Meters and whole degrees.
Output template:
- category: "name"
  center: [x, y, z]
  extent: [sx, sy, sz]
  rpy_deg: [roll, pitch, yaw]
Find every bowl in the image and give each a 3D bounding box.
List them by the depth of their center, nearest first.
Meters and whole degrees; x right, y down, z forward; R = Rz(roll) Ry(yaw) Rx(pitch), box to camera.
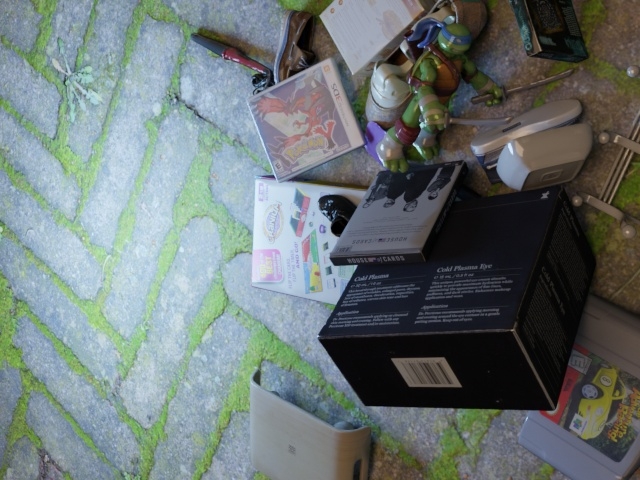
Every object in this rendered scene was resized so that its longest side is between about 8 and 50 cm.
- category: "bowl"
  center: [0.357, -0.125, 1.295]
  extent: [0.142, 0.142, 0.053]
  rpy_deg: [-13, 71, -2]

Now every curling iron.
- category: "curling iron"
  center: [-0.195, -0.388, 1.771]
  extent: [0.274, 0.035, 0.068]
  rpy_deg: [37, 116, 27]

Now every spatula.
- category: "spatula"
  center: [0.191, -0.128, 1.510]
  extent: [0.296, 0.030, 0.084]
  rpy_deg: [33, 144, 25]

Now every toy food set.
- category: "toy food set"
  center: [-0.031, 0.424, 1.737]
  extent: [0.306, 0.092, 0.220]
  rpy_deg: [21, 120, 35]

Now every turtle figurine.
- category: "turtle figurine"
  center: [0.224, -0.207, 1.367]
  extent: [0.274, 0.198, 0.266]
  rpy_deg: [26, 140, -4]

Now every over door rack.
- category: "over door rack"
  center: [0.551, -0.094, 1.198]
  extent: [0.324, 0.108, 0.240]
  rpy_deg: [32, 115, 30]

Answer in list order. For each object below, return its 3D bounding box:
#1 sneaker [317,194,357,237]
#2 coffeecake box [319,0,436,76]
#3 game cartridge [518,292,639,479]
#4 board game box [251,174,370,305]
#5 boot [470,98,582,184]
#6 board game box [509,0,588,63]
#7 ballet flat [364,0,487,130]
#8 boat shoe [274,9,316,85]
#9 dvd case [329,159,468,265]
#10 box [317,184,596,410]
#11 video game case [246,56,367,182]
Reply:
- category: "sneaker"
  center: [0.043, -0.038, 1.522]
  extent: [0.170, 0.089, 0.051]
  rpy_deg: [31, 114, 30]
- category: "coffeecake box"
  center: [0.108, -0.417, 1.516]
  extent: [0.185, 0.068, 0.142]
  rpy_deg: [-38, 73, 35]
- category: "game cartridge"
  center: [0.451, 0.254, 1.316]
  extent: [0.196, 0.060, 0.294]
  rpy_deg: [28, 110, 36]
- category: "board game box"
  center: [0.000, 0.000, 1.657]
  extent: [0.316, 0.064, 0.242]
  rpy_deg: [11, 102, 36]
- category: "boot"
  center: [0.355, -0.165, 1.375]
  extent: [0.190, 0.069, 0.086]
  rpy_deg: [-20, 117, 24]
- category: "board game box"
  center: [0.351, -0.340, 1.267]
  extent: [0.026, 0.186, 0.126]
  rpy_deg: [-19, 84, 39]
- category: "ballet flat"
  center: [0.159, -0.321, 1.466]
  extent: [0.316, 0.106, 0.107]
  rpy_deg: [-49, 64, 31]
- category: "boat shoe"
  center: [-0.047, -0.368, 1.643]
  extent: [0.066, 0.066, 0.183]
  rpy_deg: [10, 102, 35]
- category: "dvd case"
  center: [0.136, -0.047, 1.406]
  extent: [0.179, 0.239, 0.030]
  rpy_deg: [-4, 130, 36]
- category: "box"
  center: [0.226, 0.096, 1.321]
  extent: [0.343, 0.312, 0.179]
  rpy_deg: [-7, 129, 38]
- category: "video game case"
  center: [-0.030, -0.235, 1.615]
  extent: [0.201, 0.023, 0.183]
  rpy_deg: [-22, 87, 22]
